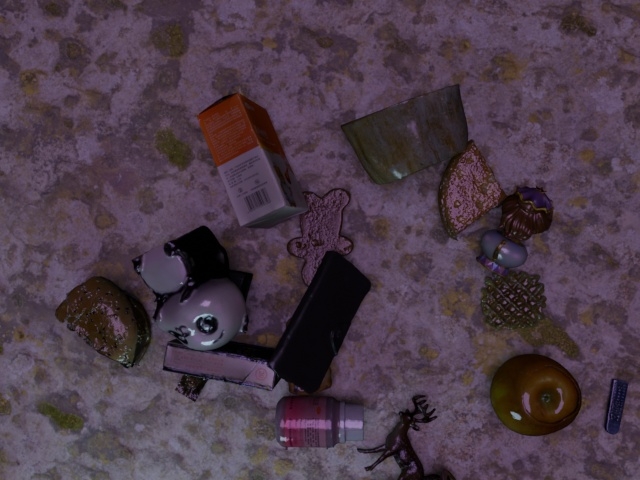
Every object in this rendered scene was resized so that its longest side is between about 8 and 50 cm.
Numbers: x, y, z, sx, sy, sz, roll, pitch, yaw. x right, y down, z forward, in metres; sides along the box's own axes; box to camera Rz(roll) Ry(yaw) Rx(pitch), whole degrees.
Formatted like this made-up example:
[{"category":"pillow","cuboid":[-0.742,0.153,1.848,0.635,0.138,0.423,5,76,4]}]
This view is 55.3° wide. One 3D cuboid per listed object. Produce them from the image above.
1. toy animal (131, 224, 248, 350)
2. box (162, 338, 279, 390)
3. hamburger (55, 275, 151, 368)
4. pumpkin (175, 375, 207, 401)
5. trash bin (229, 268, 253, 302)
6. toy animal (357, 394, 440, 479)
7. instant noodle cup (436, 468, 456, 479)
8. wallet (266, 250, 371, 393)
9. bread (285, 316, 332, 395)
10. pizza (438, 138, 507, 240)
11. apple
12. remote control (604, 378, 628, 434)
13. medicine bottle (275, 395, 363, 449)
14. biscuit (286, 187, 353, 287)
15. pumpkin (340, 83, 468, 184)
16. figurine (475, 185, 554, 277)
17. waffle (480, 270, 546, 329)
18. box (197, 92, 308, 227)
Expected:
[{"category":"toy animal","cuboid":[-0.323,0.135,1.610,0.251,0.251,0.310,-23,95,3]},{"category":"box","cuboid":[-0.263,0.337,1.722,0.310,0.198,0.084,10,89,5]},{"category":"hamburger","cuboid":[-0.605,0.223,1.761,0.288,0.167,0.192,37,94,4]},{"category":"pumpkin","cuboid":[-0.379,0.423,1.801,0.074,0.054,0.083,29,86,-1]},{"category":"trash bin","cuboid":[-0.331,0.152,1.776,0.225,0.115,0.165,13,90,8]},{"category":"toy animal","cuboid":[0.241,0.589,1.754,0.260,0.087,0.243,-29,101,2]},{"category":"instant noodle cup","cuboid":[0.294,0.794,1.679,0.255,0.244,0.244,-32,87,12]},{"category":"wallet","cuboid":[0.002,0.230,1.682,0.197,0.051,0.378,42,68,-34]},{"category":"bread","cuboid":[-0.033,0.333,1.764,0.134,0.081,0.225,0,88,-1]},{"category":"pizza","cuboid":[0.437,-0.140,1.748,0.197,0.058,0.292,8,92,3]},{"category":"apple","cuboid":[0.581,0.423,1.656,0.236,0.207,0.237,0,90,2]},{"category":"remote control","cuboid":[0.834,0.471,1.729,0.043,0.027,0.153,12,89,10]},{"category":"medicine bottle","cuboid":[0.000,0.513,1.729,0.247,0.147,0.147,-1,89,4]},{"category":"biscuit","cuboid":[0.000,0.000,1.782,0.196,0.049,0.302,-1,88,13]},{"category":"pumpkin","cuboid":[0.235,-0.280,1.651,0.332,0.332,0.199,-16,101,4]},{"category":"figurine","cuboid":[0.538,-0.033,1.674,0.142,0.189,0.263,33,110,15]},{"category":"waffle","cuboid":[0.552,0.169,1.747,0.183,0.036,0.169,-4,87,3]},{"category":"box","cuboid":[-0.184,-0.215,1.693,0.143,0.225,0.341,-23,84,14]}]
